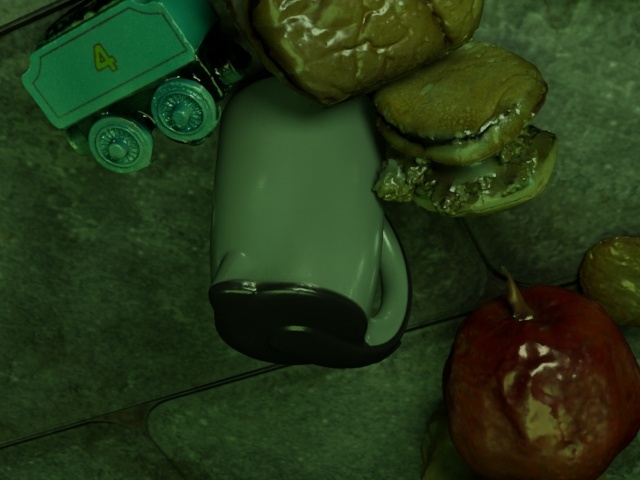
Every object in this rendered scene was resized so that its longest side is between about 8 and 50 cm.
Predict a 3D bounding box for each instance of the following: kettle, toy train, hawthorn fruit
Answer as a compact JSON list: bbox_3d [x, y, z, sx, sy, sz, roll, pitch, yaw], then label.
[{"bbox_3d":[0.000,0.000,1.095,0.221,0.236,0.161,30,136,-33],"label":"kettle"},{"bbox_3d":[-0.167,-0.156,1.090,0.197,0.107,0.154,-23,116,25],"label":"toy train"},{"bbox_3d":[0.218,0.121,1.214,0.207,0.207,0.243,-9,118,15],"label":"hawthorn fruit"}]

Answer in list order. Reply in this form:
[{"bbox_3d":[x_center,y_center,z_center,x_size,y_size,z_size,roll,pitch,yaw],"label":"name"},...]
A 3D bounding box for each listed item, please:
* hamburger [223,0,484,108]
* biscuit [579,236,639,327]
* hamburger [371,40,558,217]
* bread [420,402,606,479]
[{"bbox_3d":[0.025,-0.205,0.992,0.206,0.130,0.183,-26,116,15],"label":"hamburger"},{"bbox_3d":[0.384,0.049,1.198,0.247,0.029,0.118,7,127,24],"label":"biscuit"},{"bbox_3d":[0.126,-0.084,1.065,0.185,0.159,0.131,-29,130,-14],"label":"hamburger"},{"bbox_3d":[0.219,0.316,1.334,0.238,0.252,0.196,38,123,-19],"label":"bread"}]
